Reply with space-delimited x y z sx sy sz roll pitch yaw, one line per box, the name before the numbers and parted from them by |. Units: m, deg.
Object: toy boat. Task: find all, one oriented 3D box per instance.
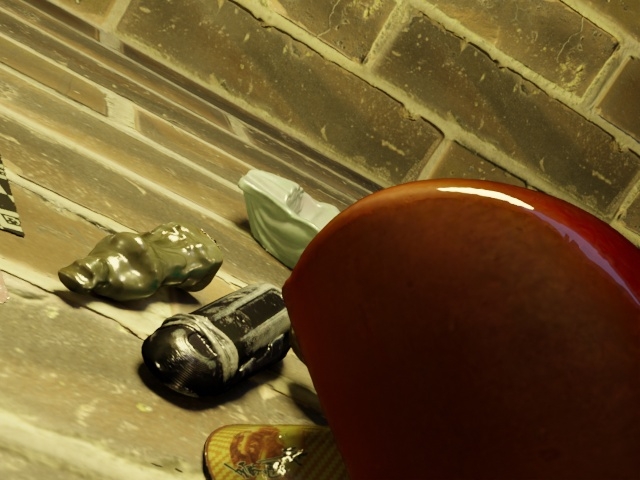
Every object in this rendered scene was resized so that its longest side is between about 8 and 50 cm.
toy boat | 0.000 0.000 1.384 0.290 0.100 0.199 34 11 5

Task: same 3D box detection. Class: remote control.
remote control | -0.084 0.087 0.884 0.090 0.066 0.266 32 11 11

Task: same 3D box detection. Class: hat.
hat | 0.010 0.177 0.723 0.193 0.082 0.193 30 10 -6

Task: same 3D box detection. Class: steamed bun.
steamed bun | 0.162 0.119 0.692 0.235 0.248 0.379 3 62 -65

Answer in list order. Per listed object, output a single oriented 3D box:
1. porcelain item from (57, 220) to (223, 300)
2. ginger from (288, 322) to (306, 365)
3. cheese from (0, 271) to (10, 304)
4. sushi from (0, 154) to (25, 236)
porcelain item | -0.185 0.023 0.921 0.081 0.069 0.216 40 18 16
ginger | 0.114 0.141 0.945 0.304 0.155 0.244 35 19 13
cheese | -0.340 -0.007 0.601 0.286 0.074 0.189 17 18 -39
sushi | -0.398 -0.111 0.952 0.193 0.043 0.279 24 14 -33
